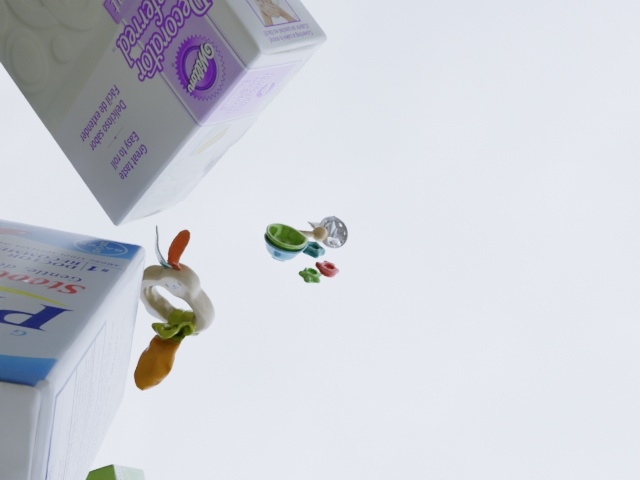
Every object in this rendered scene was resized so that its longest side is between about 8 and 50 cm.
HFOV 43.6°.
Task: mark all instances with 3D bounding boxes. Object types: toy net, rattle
[{"bbox_3d":[0.000,0.000,1.321,0.122,0.232,0.045,30,-63,17],"label":"toy net"},{"bbox_3d":[-0.225,0.090,1.094,0.130,0.200,0.142,42,-121,16],"label":"rattle"}]

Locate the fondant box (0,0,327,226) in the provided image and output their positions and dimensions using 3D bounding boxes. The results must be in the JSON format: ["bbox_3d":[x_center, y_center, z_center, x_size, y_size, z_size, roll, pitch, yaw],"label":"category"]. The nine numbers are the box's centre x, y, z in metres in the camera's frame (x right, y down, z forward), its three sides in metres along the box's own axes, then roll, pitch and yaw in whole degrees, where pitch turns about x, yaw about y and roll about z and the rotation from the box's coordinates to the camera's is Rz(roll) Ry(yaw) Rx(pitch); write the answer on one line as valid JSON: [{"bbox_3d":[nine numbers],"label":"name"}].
[{"bbox_3d":[-0.182,-0.215,0.687,0.330,0.096,0.238,53,-52,5],"label":"fondant box"}]

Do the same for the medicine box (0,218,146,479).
[{"bbox_3d":[-0.279,0.081,0.537,0.289,0.263,0.149,-103,-156,-77],"label":"medicine box"}]

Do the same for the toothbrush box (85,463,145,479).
[{"bbox_3d":[-0.348,0.540,1.362,0.122,0.206,0.283,-17,-109,-3],"label":"toothbrush box"}]
